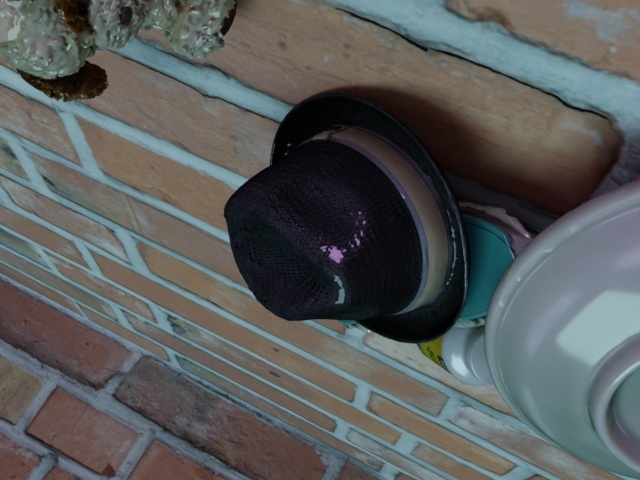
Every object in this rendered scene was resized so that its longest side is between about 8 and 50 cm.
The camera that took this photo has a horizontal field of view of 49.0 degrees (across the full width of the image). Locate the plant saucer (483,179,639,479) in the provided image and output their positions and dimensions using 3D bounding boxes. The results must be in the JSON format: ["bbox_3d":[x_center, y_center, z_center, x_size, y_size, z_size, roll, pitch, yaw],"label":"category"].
[{"bbox_3d":[0.351,0.121,0.628,0.401,0.100,0.400,7,130,8],"label":"plant saucer"}]

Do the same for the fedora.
[{"bbox_3d":[0.000,0.000,0.780,0.334,0.153,0.333,37,140,39],"label":"fedora"}]

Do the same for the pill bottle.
[{"bbox_3d":[0.201,0.136,0.949,0.103,0.103,0.184,36,177,-11],"label":"pill bottle"}]

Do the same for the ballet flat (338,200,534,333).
[{"bbox_3d":[0.147,0.033,0.872,0.147,0.147,0.409,39,156,-18],"label":"ballet flat"}]

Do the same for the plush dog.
[{"bbox_3d":[-0.200,-0.241,0.596,0.211,0.225,0.262,28,155,5],"label":"plush dog"}]
